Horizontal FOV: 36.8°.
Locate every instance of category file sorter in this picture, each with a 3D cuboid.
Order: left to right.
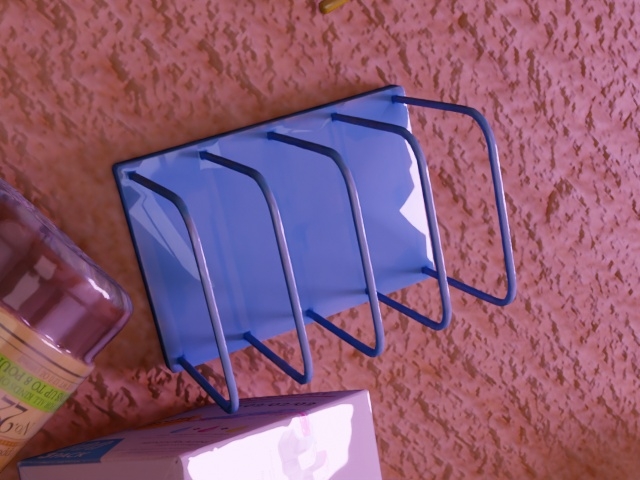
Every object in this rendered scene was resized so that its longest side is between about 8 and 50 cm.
[{"bbox_3d":[0.000,0.000,0.497,0.170,0.104,0.118,-19,109,-21],"label":"file sorter"}]

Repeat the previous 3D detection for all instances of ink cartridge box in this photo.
[{"bbox_3d":[-0.042,0.115,0.476,0.181,0.104,0.061,-5,86,-56],"label":"ink cartridge box"}]

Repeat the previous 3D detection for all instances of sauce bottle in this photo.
[{"bbox_3d":[-0.229,0.124,0.412,0.111,0.111,0.344,43,83,-27],"label":"sauce bottle"}]

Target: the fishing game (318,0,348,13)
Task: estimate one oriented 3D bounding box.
[{"bbox_3d":[-0.001,-0.255,0.474,0.189,0.041,0.264,-30,113,-20],"label":"fishing game"}]
